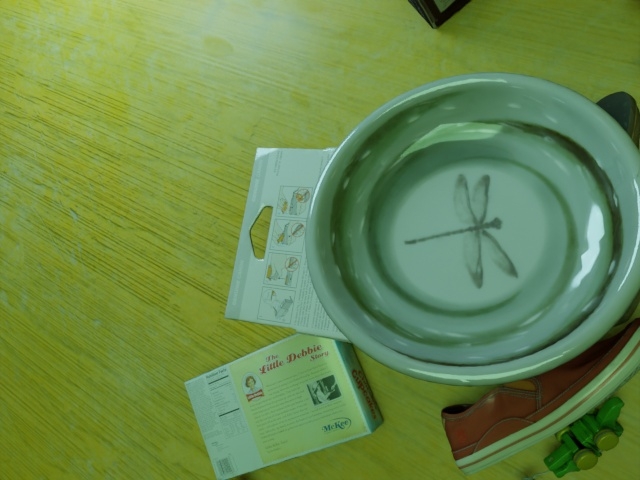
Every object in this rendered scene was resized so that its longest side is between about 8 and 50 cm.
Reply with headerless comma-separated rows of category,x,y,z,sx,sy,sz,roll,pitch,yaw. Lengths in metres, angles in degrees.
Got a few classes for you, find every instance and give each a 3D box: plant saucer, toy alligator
plant saucer,0.180,-0.018,0.646,0.401,0.100,0.400,-9,65,20
toy alligator,0.344,0.284,0.689,0.051,0.056,0.189,30,107,-19

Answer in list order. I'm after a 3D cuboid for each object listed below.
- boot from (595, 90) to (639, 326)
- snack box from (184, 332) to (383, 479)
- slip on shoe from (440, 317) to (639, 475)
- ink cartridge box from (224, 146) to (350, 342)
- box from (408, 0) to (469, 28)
boot,0.366,-0.035,0.665,0.115,0.112,0.305,14,88,-13
snack box,-0.074,0.276,0.882,0.322,0.060,0.187,-27,78,23
slip on shoe,0.287,0.194,0.672,0.331,0.123,0.101,-46,61,30
ink cartridge box,0.000,0.000,0.810,0.261,0.066,0.296,5,80,25
box,0.080,-0.509,0.733,0.143,0.191,0.381,-39,74,21
